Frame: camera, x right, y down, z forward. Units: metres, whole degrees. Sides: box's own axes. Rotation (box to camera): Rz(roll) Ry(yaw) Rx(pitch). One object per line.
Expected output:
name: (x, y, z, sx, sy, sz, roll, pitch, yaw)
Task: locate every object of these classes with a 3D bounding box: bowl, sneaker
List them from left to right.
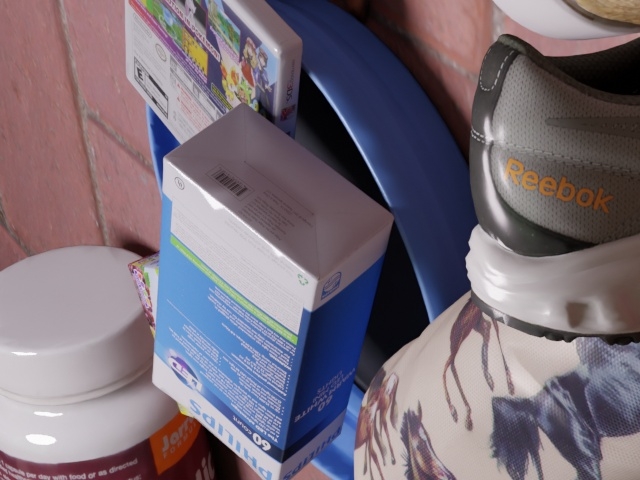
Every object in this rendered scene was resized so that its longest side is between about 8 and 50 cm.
bowl: (0.000, 0.000, 1.134, 0.391, 0.077, 0.391, 44, 147, 38)
sneaker: (0.179, -0.044, 0.520, 0.100, 0.271, 0.108, -127, 26, -69)

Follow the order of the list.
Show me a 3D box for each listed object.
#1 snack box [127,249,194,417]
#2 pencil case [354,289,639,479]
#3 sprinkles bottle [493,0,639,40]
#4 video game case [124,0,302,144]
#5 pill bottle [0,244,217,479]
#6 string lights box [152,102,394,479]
snack box: (-0.105, 0.081, 1.276, 0.100, 0.037, 0.141, 3, 115, 61)
pencil case: (0.155, 0.052, 0.762, 0.160, 0.183, 0.410, 54, 151, 10)
sprinkles bottle: (0.193, -0.150, 0.566, 0.355, 0.121, 0.121, 2, 114, 62)
video game case: (-0.079, -0.124, 1.060, 0.201, 0.023, 0.183, 50, 151, 32)
pill bottle: (-0.226, 0.216, 1.599, 0.224, 0.224, 0.392, 35, 142, 47)
string lights box: (-0.041, 0.046, 1.043, 0.133, 0.076, 0.260, 39, 147, 20)
